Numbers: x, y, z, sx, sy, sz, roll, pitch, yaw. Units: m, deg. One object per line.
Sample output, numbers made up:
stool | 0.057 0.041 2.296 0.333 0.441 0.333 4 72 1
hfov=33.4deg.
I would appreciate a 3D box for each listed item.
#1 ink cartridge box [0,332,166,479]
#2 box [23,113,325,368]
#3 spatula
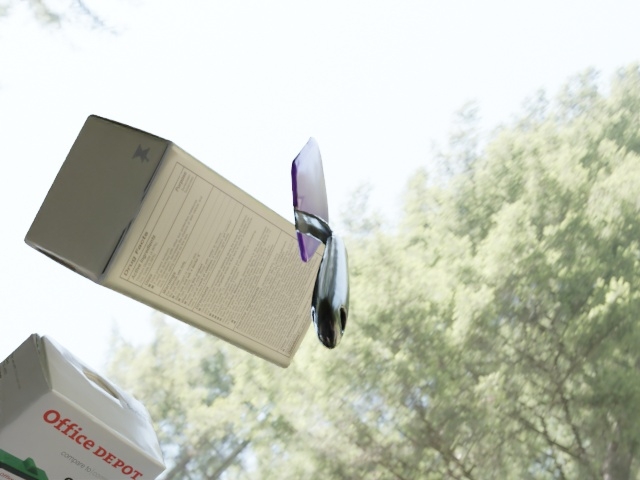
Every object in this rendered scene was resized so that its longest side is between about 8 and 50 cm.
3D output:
ink cartridge box | -0.275 0.215 0.972 0.219 0.092 0.160 -42 -53 4
box | -0.125 0.010 1.069 0.121 0.311 0.148 22 -99 37
spatula | 0.000 0.000 0.703 0.030 0.296 0.084 -7 -71 -2
